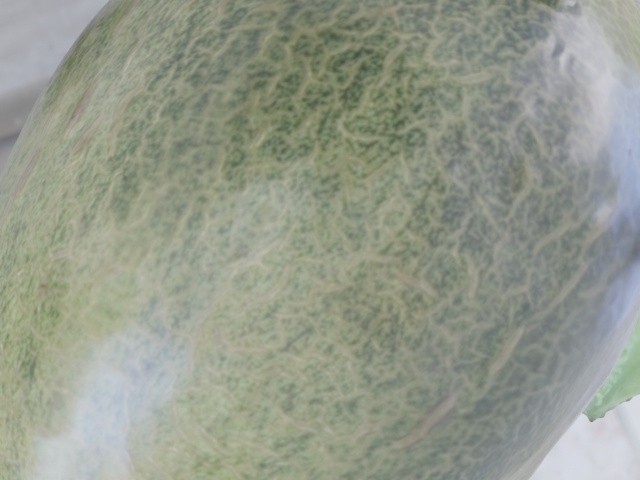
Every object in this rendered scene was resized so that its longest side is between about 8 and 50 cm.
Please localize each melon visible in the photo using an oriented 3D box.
[{"bbox_3d":[0.000,0.000,0.745,0.329,0.248,0.248,-51,176,-20],"label":"melon"}]

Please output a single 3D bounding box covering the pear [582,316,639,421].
[{"bbox_3d":[0.207,-0.061,1.259,0.176,0.286,0.282,-14,147,-56],"label":"pear"}]
